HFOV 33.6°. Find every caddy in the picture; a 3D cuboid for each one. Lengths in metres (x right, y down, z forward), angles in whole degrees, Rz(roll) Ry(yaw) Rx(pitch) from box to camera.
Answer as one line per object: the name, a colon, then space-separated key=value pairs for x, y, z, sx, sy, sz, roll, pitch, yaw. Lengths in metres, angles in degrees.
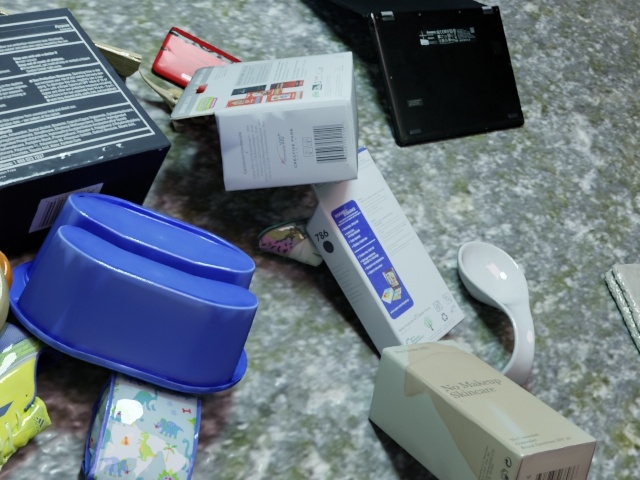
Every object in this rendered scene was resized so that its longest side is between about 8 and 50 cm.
caddy: x=-0.242 y=0.083 z=1.415 sx=0.341 sy=0.179 sz=0.241 roll=21 pitch=20 yaw=-14

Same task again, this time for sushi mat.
sushi mat: x=-0.441 y=-0.326 z=1.682 sx=0.316 sy=0.151 sz=0.019 roll=17 pitch=83 yaw=-20

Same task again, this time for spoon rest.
spoon rest: x=0.311 y=0.110 z=1.812 sx=0.137 sy=0.084 sz=0.276 roll=10 pitch=49 yaw=-26

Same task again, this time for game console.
game console: x=-0.219 y=-0.313 z=1.893 sx=0.144 sy=0.085 sz=0.124 roll=26 pitch=75 yaw=-10

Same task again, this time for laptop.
laptop: x=0.181 y=-0.395 z=2.219 sx=0.382 sy=0.236 sz=0.408 roll=-13 pitch=90 yaw=-39

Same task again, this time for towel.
towel: x=0.660 y=0.167 z=2.013 sx=0.187 sy=0.049 sz=0.282 roll=4 pitch=52 yaw=-28

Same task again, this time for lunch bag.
lunch bag: x=-0.225 y=0.258 z=1.329 sx=0.128 sy=0.096 sz=0.151 roll=19 pitch=36 yaw=-18

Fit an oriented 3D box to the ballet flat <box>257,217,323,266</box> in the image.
ballet flat: x=0.000 y=0.000 z=1.719 sx=0.221 sy=0.077 sz=0.079 roll=-13 pitch=64 yaw=-44

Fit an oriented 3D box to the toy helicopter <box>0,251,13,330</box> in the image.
toy helicopter: x=-0.547 y=0.076 z=1.239 sx=0.355 sy=0.140 sz=0.235 roll=5 pitch=60 yaw=-2

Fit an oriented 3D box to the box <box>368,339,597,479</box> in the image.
box: x=0.216 y=0.263 z=1.484 sx=0.148 sy=0.121 sz=0.311 roll=-4 pitch=23 yaw=-34

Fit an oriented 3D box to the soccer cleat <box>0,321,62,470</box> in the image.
soccer cleat: x=-0.385 y=0.221 z=1.262 sx=0.121 sy=0.093 sz=0.289 roll=24 pitch=44 yaw=-16

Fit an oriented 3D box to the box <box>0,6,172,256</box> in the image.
box: x=-0.426 y=-0.154 z=1.495 sx=0.296 sy=0.183 sz=0.294 roll=-20 pitch=65 yaw=-42

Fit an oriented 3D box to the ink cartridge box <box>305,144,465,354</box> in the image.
ink cartridge box: x=0.090 y=0.024 z=1.694 sx=0.165 sy=0.065 sz=0.333 roll=-30 pitch=91 yaw=-44

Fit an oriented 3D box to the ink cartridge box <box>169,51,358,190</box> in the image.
ink cartridge box: x=-0.078 y=-0.194 z=1.686 sx=0.271 sy=0.130 sz=0.309 roll=-4 pitch=23 yaw=5

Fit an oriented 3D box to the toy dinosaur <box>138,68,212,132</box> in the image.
toy dinosaur: x=-0.240 y=-0.232 z=1.786 sx=0.183 sy=0.053 sz=0.093 roll=19 pitch=34 yaw=-37
